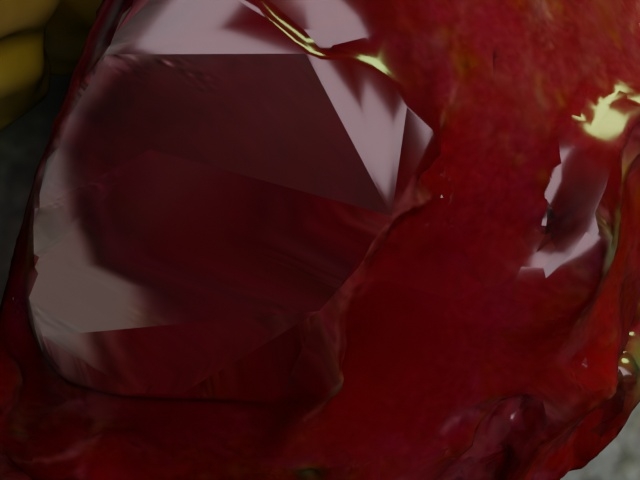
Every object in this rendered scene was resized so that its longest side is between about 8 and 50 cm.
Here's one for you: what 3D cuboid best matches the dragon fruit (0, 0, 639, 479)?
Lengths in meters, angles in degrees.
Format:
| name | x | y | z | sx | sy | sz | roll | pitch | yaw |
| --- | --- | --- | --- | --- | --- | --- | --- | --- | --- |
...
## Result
| name | x | y | z | sx | sy | sz | roll | pitch | yaw |
| --- | --- | --- | --- | --- | --- | --- | --- | --- | --- |
| dragon fruit | 0.000 | 0.000 | 0.394 | 0.189 | 0.163 | 0.262 | -1 | 117 | -57 |

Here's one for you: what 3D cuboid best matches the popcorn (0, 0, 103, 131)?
| name | x | y | z | sx | sy | sz | roll | pitch | yaw |
| --- | --- | --- | --- | --- | --- | --- | --- | --- | --- |
| popcorn | -0.146 | -0.115 | 0.360 | 0.226 | 0.203 | 0.200 | 33 | 50 | 6 |
